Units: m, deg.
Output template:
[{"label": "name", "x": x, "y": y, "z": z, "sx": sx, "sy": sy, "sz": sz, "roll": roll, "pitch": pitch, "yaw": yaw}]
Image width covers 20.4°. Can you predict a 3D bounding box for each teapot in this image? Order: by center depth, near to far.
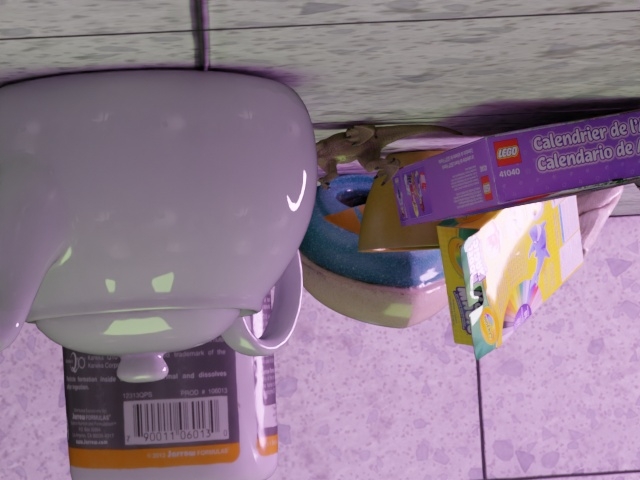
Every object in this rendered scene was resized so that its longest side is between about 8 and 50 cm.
[{"label": "teapot", "x": -0.114, "y": -0.002, "z": 1.155, "sx": 0.256, "sy": 0.187, "sz": 0.252, "roll": -3, "pitch": 176, "yaw": -13}]

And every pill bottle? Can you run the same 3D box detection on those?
[{"label": "pill bottle", "x": -0.118, "y": 0.049, "z": 1.358, "sx": 0.162, "sy": 0.279, "sz": 0.162, "roll": -3, "pitch": 177, "yaw": 0}]

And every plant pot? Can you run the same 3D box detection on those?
[{"label": "plant pot", "x": 0.102, "y": -0.039, "z": 1.769, "sx": 0.134, "sy": 0.095, "sz": 0.134, "roll": -3, "pitch": 177, "yaw": 0}]

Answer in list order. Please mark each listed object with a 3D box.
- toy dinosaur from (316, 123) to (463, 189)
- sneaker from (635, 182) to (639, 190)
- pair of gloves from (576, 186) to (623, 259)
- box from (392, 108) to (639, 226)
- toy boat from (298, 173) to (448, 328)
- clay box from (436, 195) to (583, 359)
[{"label": "toy dinosaur", "x": 0.033, "y": -0.079, "z": 1.454, "sx": 0.183, "sy": 0.053, "sz": 0.092, "roll": -15, "pitch": -163, "yaw": -6}, {"label": "sneaker", "x": 0.374, "y": -0.063, "z": 1.939, "sx": 0.061, "sy": 0.065, "sz": 0.158, "roll": -5, "pitch": 178, "yaw": 36}, {"label": "pair of gloves", "x": 0.235, "y": -0.015, "z": 1.980, "sx": 0.240, "sy": 0.042, "sz": 0.204, "roll": -23, "pitch": -159, "yaw": 44}, {"label": "box", "x": 0.194, "y": -0.063, "z": 1.503, "sx": 0.200, "sy": 0.057, "sz": 0.293, "roll": -11, "pitch": 179, "yaw": -13}, {"label": "toy boat", "x": 0.000, "y": 0.000, "z": 1.910, "sx": 0.318, "sy": 0.148, "sz": 0.267, "roll": -5, "pitch": -157, "yaw": -22}, {"label": "clay box", "x": 0.178, "y": 0.011, "z": 1.709, "sx": 0.053, "sy": 0.127, "sz": 0.222, "roll": 7, "pitch": -152, "yaw": 35}]
